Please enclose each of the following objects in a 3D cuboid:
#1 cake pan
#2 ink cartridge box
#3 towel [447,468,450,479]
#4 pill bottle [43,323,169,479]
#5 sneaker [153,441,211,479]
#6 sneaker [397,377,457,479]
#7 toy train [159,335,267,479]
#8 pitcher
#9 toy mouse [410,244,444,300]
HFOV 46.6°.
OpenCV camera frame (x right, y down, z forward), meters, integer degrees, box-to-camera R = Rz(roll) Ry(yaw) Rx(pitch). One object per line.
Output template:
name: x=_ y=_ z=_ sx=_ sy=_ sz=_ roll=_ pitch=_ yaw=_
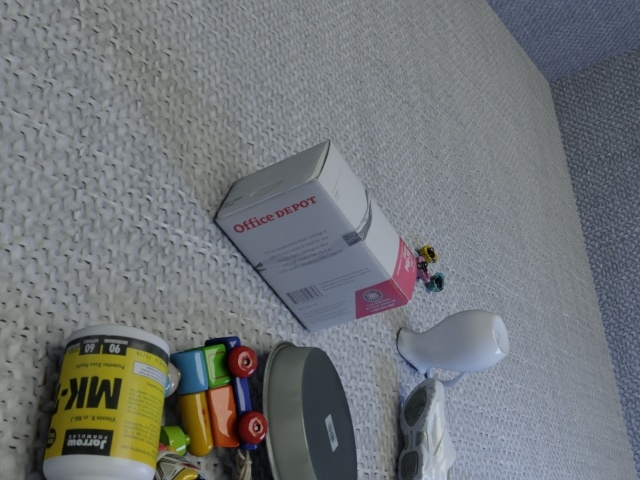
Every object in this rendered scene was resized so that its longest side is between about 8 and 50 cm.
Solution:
cake pan: x=-0.007 y=0.291 z=1.121 sx=0.293 sy=0.054 sz=0.293 roll=-14 pitch=90 yaw=-75
ink cartridge box: x=0.000 y=0.000 z=1.221 sx=0.283 sy=0.207 sz=0.117 roll=53 pitch=34 yaw=-28
towel: x=0.226 y=0.455 z=1.502 sx=0.110 sy=0.027 sz=0.148 roll=42 pitch=42 yaw=-37
pill bottle: x=-0.236 y=0.209 z=0.821 sx=0.119 sy=0.119 sz=0.208 roll=35 pitch=46 yaw=-44
sneaker: x=-0.144 y=0.344 z=0.890 sx=0.088 sy=0.092 sz=0.225 roll=-47 pitch=124 yaw=-29
sneaker: x=0.218 y=0.386 z=1.451 sx=0.115 sy=0.090 sz=0.232 roll=29 pitch=58 yaw=-26
toy train: x=-0.152 y=0.258 z=0.966 sx=0.143 sy=0.105 sz=0.248 roll=-6 pitch=86 yaw=-42
pitcher: x=0.291 y=0.234 z=1.554 sx=0.178 sy=0.207 sz=0.125 roll=54 pitch=35 yaw=-28
toy mouse: x=0.250 y=0.079 z=1.743 sx=0.161 sy=0.031 sz=0.143 roll=27 pitch=52 yaw=-49
